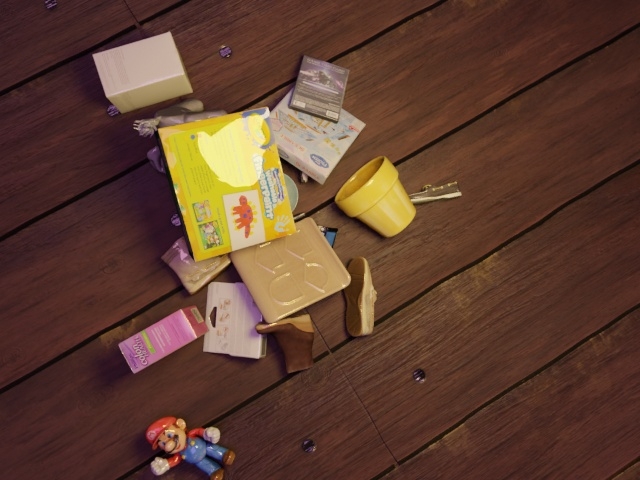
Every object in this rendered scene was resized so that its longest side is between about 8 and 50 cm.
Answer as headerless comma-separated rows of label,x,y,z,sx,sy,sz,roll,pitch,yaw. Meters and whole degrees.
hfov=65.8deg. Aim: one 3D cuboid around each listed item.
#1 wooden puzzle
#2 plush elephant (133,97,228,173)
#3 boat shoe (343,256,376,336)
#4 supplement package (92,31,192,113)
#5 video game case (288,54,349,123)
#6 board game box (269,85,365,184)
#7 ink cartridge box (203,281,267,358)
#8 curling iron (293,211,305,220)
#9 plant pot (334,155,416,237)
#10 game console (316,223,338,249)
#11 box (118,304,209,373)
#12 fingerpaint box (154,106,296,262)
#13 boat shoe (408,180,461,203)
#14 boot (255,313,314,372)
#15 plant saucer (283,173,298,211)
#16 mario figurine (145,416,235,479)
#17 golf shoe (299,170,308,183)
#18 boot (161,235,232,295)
wooden puzzle,-0.113,0.109,1.830,0.348,0.080,0.322,-25,67,-19
plush elephant,-0.509,-0.352,1.834,0.272,0.255,0.330,26,41,36
boat shoe,0.160,0.214,1.897,0.098,0.109,0.301,6,82,-43
supplement package,-0.662,-0.628,1.868,0.293,0.175,0.177,-19,85,-6
video game case,-0.001,-0.595,1.934,0.196,0.026,0.274,16,62,-8
board game box,-0.037,-0.419,1.894,0.319,0.066,0.318,35,61,1
ink cartridge box,-0.317,0.295,1.869,0.239,0.060,0.274,1,84,21
curling iron,-0.180,-0.037,1.915,0.274,0.035,0.068,-29,50,-10
plant pot,0.224,-0.149,1.868,0.239,0.254,0.254,44,83,-16
game console,0.000,0.000,1.911,0.108,0.071,0.122,17,83,-3
box,-0.548,0.344,1.763,0.243,0.213,0.117,-30,87,-2
fingerpaint box,-0.320,-0.197,1.700,0.372,0.163,0.444,-18,105,-19
boat shoe,0.444,-0.188,1.960,0.228,0.081,0.068,-9,83,-12
boot,-0.123,0.385,1.816,0.249,0.090,0.206,-2,88,-38
plant saucer,-0.185,-0.172,1.930,0.195,0.037,0.194,0,84,-5
mario figurine,-0.474,0.749,1.754,0.321,0.170,0.198,32,49,-8
golf shoe,-0.033,-0.316,1.936,0.094,0.077,0.198,10,85,-3
boot,-0.445,0.052,1.866,0.262,0.095,0.203,-40,86,-5
